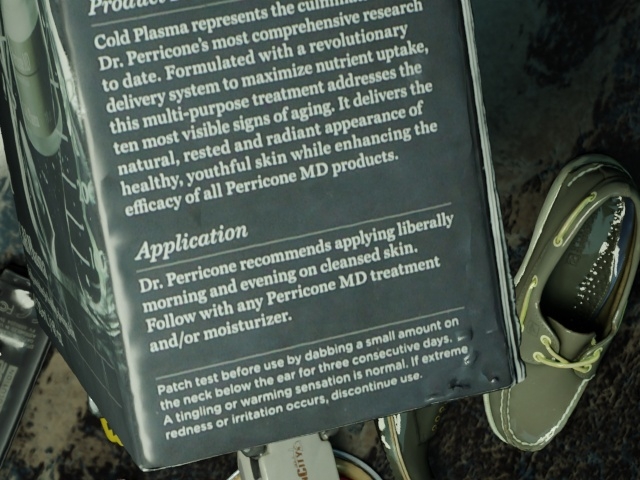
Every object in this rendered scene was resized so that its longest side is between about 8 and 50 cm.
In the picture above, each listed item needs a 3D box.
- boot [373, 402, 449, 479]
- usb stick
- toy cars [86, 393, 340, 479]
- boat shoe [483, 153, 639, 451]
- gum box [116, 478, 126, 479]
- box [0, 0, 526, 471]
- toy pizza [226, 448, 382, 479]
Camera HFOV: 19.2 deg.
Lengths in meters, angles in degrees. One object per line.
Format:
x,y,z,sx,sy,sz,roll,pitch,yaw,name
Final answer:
0.117,0.161,1.840,0.137,0.077,0.198,-20,110,-2,boot
-0.319,0.157,1.794,0.077,0.045,0.278,22,104,-6,usb stick
-0.109,0.165,1.793,0.393,0.087,0.176,41,60,-15,toy cars
0.233,0.071,1.818,0.109,0.091,0.305,13,106,-12,boat shoe
-0.245,0.309,1.810,0.188,0.062,0.107,-18,100,-23,gum box
-0.088,-0.134,1.458,0.297,0.480,0.472,-11,103,-15,box
-0.018,0.300,1.889,0.201,0.032,0.201,-2,109,-7,toy pizza
